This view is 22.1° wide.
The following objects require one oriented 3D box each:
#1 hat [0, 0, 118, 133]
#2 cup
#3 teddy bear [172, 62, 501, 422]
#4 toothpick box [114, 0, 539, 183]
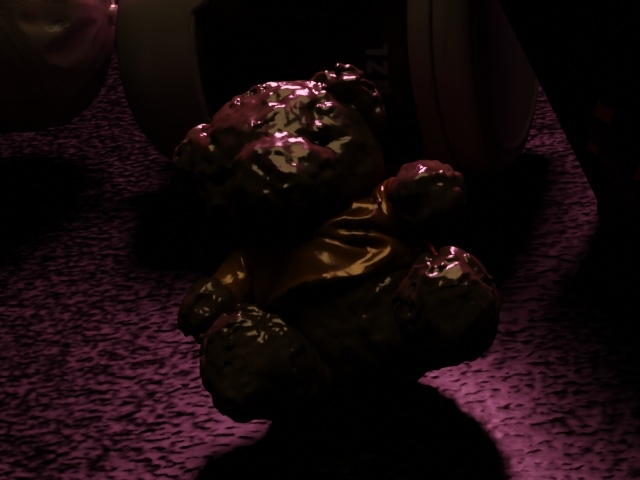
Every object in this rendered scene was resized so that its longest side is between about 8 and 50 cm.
[{"bbox_3d":[-0.268,-0.139,1.249,0.161,0.232,0.275,30,65,31],"label":"hat"},{"bbox_3d":[0.241,-0.178,1.057,0.255,0.256,0.178,-31,17,-7],"label":"cup"},{"bbox_3d":[0.000,0.000,0.915,0.177,0.190,0.140,-23,-8,9],"label":"teddy bear"},{"bbox_3d":[-0.007,-0.153,1.217,0.316,0.229,0.229,1,26,23],"label":"toothpick box"}]
